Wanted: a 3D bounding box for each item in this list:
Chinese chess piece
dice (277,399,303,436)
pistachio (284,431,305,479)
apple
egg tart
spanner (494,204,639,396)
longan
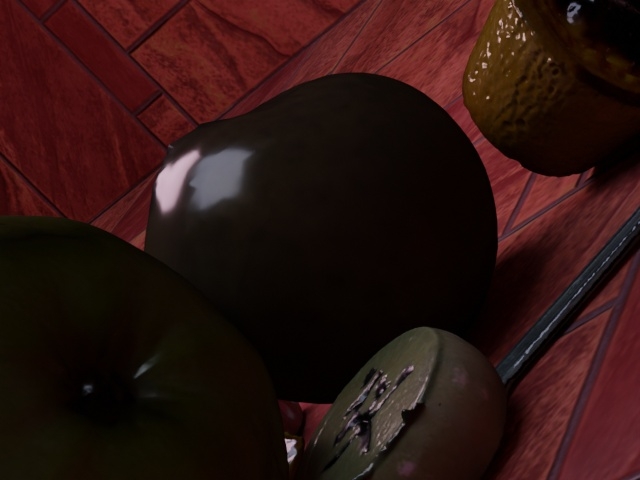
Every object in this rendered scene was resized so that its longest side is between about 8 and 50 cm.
[{"bbox_3d":[0.057,0.153,1.439,0.188,0.083,0.188,-48,16,18],"label":"Chinese chess piece"},{"bbox_3d":[-0.079,0.171,1.845,0.093,0.094,0.091,-40,11,13],"label":"dice"},{"bbox_3d":[-0.065,0.212,1.757,0.173,0.049,0.089,-19,52,40],"label":"pistachio"},{"bbox_3d":[-0.246,0.197,1.467,0.473,0.473,0.473,-42,12,11],"label":"apple"},{"bbox_3d":[0.233,-0.166,1.726,0.171,0.215,0.215,-53,3,43],"label":"egg tart"},{"bbox_3d":[0.205,0.042,1.517,0.302,0.017,0.071,-47,12,-11],"label":"spanner"},{"bbox_3d":[0.000,0.000,1.670,0.319,0.319,0.319,-42,12,11],"label":"longan"}]
